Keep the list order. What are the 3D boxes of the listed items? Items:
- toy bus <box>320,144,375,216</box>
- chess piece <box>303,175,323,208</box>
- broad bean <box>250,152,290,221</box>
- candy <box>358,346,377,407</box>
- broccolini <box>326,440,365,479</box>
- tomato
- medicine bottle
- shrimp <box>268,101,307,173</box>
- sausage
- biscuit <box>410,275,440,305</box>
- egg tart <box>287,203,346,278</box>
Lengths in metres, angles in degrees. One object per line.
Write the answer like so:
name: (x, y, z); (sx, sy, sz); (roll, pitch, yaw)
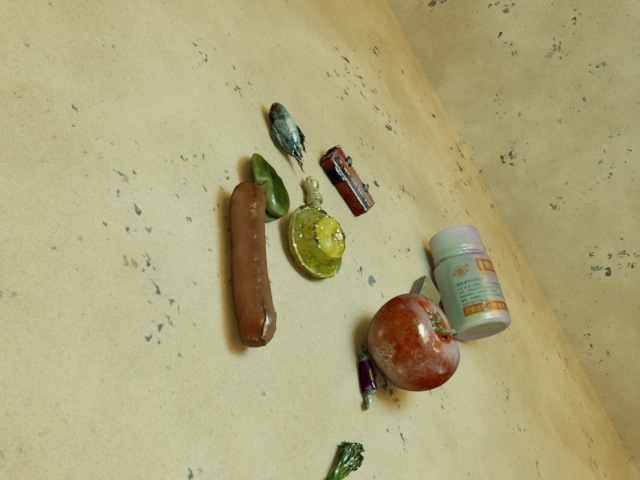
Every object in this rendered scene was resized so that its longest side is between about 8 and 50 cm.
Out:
toy bus: (0.088, -0.193, 2.012); (0.235, 0.074, 0.096); (55, 37, -13)
chess piece: (-0.015, -0.114, 1.798); (0.060, 0.060, 0.172); (24, 44, -47)
broad bean: (-0.134, -0.139, 1.614); (0.153, 0.072, 0.206); (50, 27, -44)
candy: (0.124, 0.359, 1.621); (0.045, 0.043, 0.175); (42, 33, -48)
broccolini: (0.033, 0.526, 1.346); (0.067, 0.058, 0.216); (23, 35, 16)
tomato: (0.247, 0.286, 1.688); (0.270, 0.227, 0.270); (42, 25, -25)
medicine bottle: (0.539, 0.155, 2.268); (0.219, 0.219, 0.388); (25, 45, -47)
shrimp: (-0.095, -0.300, 1.815); (0.090, 0.079, 0.232); (-21, 85, -25)
sausage: (-0.157, 0.048, 1.396); (0.094, 0.094, 0.418); (32, 40, -47)
biscuit: (0.347, 0.215, 2.074); (0.108, 0.062, 0.239); (56, 30, -10)
egg tart: (0.002, 0.000, 1.653); (0.213, 0.090, 0.212); (22, 60, -45)
